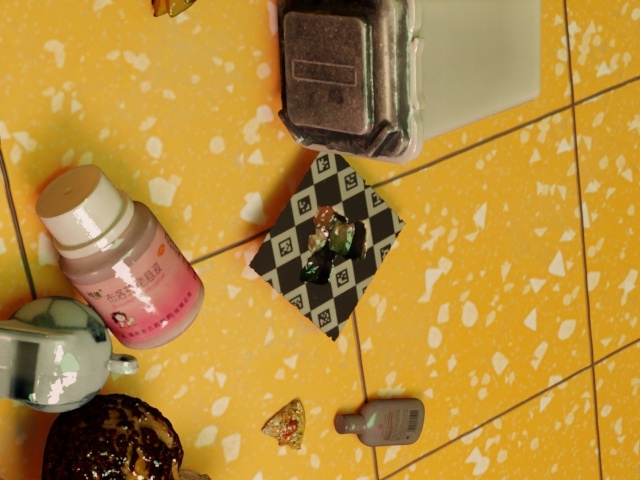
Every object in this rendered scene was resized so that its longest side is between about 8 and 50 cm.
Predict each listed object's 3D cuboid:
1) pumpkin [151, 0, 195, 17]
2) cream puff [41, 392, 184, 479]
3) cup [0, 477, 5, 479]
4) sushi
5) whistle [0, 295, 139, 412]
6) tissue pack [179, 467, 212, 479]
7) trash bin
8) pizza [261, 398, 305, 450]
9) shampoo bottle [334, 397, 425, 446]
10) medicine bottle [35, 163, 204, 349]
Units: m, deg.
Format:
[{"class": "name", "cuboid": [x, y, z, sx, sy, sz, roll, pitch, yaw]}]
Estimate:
[{"class": "pumpkin", "cuboid": [-0.138, -0.413, 1.887, 0.149, 0.130, 0.253, -11, 109, -34]}, {"class": "cream puff", "cuboid": [-0.272, 0.320, 1.949, 0.239, 0.165, 0.239, 2, 90, -81]}, {"class": "cup", "cuboid": [-0.422, 0.408, 1.846, 0.182, 0.226, 0.264, -27, 135, -21]}, {"class": "sushi", "cuboid": [0.000, 0.000, 2.179, 0.231, 0.047, 0.219, 44, 72, -42]}, {"class": "whistle", "cuboid": [-0.377, 0.142, 1.890, 0.290, 0.163, 0.163, 8, 101, 0]}, {"class": "tissue pack", "cuboid": [-0.211, 0.470, 2.068, 0.124, 0.201, 0.271, 26, 89, -43]}, {"class": "trash bin", "cuboid": [0.135, -0.285, 2.075, 0.368, 0.256, 0.295, -16, 109, -41]}, {"class": "pizza", "cuboid": [-0.052, 0.290, 2.242, 0.078, 0.025, 0.083, -12, 112, -37]}, {"class": "shampoo bottle", "cuboid": [0.095, 0.292, 2.346, 0.165, 0.040, 0.079, 3, 104, -37]}, {"class": "medicine bottle", "cuboid": [-0.264, 0.022, 1.920, 0.147, 0.147, 0.247, -46, 127, -17]}]
